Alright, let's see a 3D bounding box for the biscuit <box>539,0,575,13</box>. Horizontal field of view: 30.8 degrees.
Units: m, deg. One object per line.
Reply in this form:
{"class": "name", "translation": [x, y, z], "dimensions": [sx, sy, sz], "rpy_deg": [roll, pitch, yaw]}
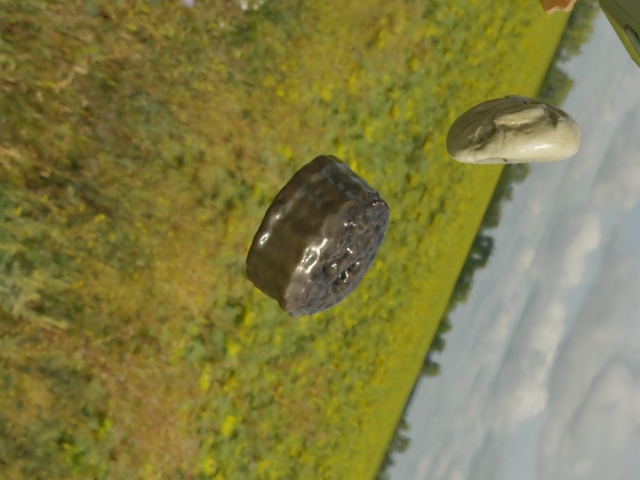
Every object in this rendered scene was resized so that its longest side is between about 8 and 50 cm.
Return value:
{"class": "biscuit", "translation": [0.396, -0.482, 1.992], "dimensions": [0.133, 0.184, 0.027], "rpy_deg": [-40, 161, 11]}

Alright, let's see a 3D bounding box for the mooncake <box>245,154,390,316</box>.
{"class": "mooncake", "translation": [0.000, 0.000, 1.659], "dimensions": [0.228, 0.124, 0.228], "rpy_deg": [-47, 160, -23]}

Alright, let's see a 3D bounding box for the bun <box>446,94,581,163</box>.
{"class": "bun", "translation": [0.326, -0.188, 1.961], "dimensions": [0.210, 0.237, 0.116], "rpy_deg": [-10, 102, -55]}

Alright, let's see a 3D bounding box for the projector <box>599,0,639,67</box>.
{"class": "projector", "translation": [0.525, -0.308, 1.646], "dimensions": [0.177, 0.163, 0.242], "rpy_deg": [-35, -152, 12]}
